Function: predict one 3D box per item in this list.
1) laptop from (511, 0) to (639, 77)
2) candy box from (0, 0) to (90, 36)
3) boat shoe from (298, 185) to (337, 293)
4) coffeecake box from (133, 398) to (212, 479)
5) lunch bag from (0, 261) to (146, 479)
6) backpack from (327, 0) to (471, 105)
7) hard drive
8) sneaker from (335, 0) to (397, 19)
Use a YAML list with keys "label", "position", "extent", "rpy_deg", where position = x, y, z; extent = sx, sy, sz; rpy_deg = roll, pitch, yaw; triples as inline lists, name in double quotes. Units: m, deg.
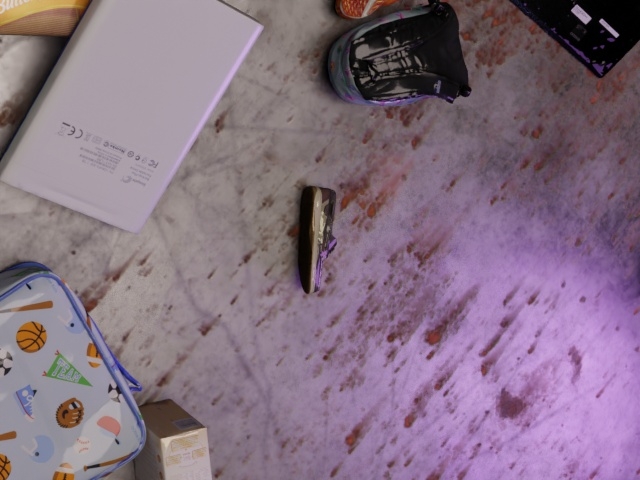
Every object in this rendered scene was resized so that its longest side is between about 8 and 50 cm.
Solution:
- label: "laptop"
  position: [0.428, -0.432, 2.005]
  extent: [0.234, 0.136, 0.264]
  rpy_deg: [34, 108, -27]
- label: "candy box"
  position: [-0.330, -0.340, 1.590]
  extent: [0.316, 0.087, 0.183]
  rpy_deg: [-3, 100, -28]
- label: "boat shoe"
  position: [0.000, 0.000, 1.837]
  extent: [0.049, 0.056, 0.152]
  rpy_deg: [1, 98, -22]
- label: "coffeecake box"
  position: [-0.196, 0.324, 1.743]
  extent: [0.068, 0.142, 0.186]
  rpy_deg: [-11, 104, -25]
- label: "lunch bag"
  position: [-0.365, 0.193, 1.655]
  extent: [0.243, 0.115, 0.303]
  rpy_deg: [-33, 111, -21]
- label: "backpack"
  position: [0.104, -0.247, 1.815]
  extent: [0.182, 0.115, 0.152]
  rpy_deg: [-17, 94, -22]
- label: "hard drive"
  position: [-0.236, -0.179, 1.629]
  extent: [0.210, 0.040, 0.319]
  rpy_deg: [23, 105, -37]
- label: "sneaker"
  position: [0.098, -0.359, 1.814]
  extent: [0.175, 0.067, 0.064]
  rpy_deg: [-22, 104, -9]
